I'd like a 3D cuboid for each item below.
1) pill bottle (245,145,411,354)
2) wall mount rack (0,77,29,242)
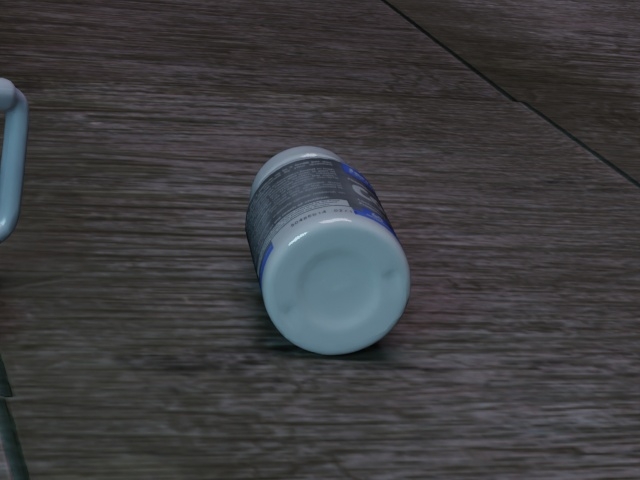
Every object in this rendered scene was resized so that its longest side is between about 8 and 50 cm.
[{"bbox_3d":[0.000,0.000,0.884,0.078,0.078,0.137,5,21,-10],"label":"pill bottle"},{"bbox_3d":[-0.329,-0.047,0.801,0.350,0.130,0.304,23,25,35],"label":"wall mount rack"}]
